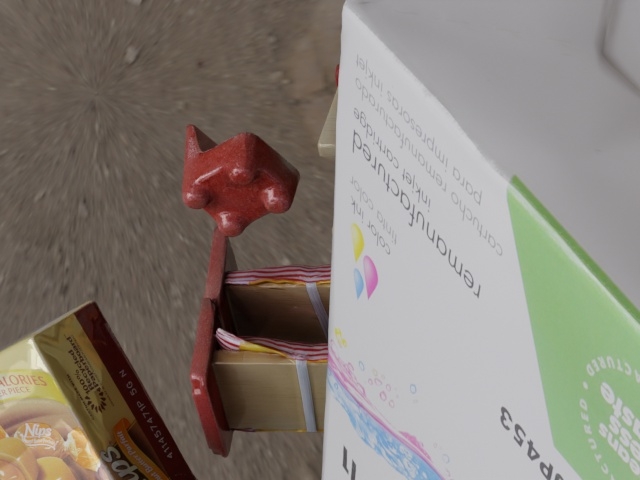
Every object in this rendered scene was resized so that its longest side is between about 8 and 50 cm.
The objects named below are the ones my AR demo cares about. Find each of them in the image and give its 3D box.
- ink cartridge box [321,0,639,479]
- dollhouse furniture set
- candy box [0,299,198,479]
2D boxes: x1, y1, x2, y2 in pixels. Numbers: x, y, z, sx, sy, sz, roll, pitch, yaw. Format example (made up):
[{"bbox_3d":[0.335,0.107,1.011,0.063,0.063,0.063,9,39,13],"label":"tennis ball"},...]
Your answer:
[{"bbox_3d":[0.098,0.094,0.646,0.119,0.207,0.353,-21,140,-21],"label":"ink cartridge box"},{"bbox_3d":[0.000,0.000,1.363,0.201,0.374,0.152,1,50,8],"label":"dollhouse furniture set"},{"bbox_3d":[-0.258,0.191,1.490,0.316,0.087,0.183,-27,93,37],"label":"candy box"}]
